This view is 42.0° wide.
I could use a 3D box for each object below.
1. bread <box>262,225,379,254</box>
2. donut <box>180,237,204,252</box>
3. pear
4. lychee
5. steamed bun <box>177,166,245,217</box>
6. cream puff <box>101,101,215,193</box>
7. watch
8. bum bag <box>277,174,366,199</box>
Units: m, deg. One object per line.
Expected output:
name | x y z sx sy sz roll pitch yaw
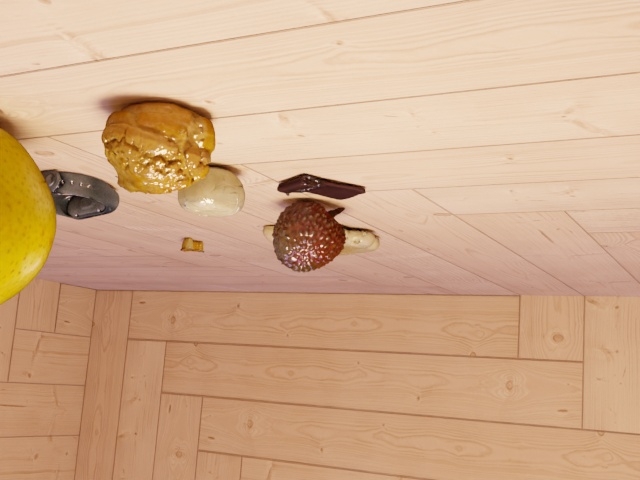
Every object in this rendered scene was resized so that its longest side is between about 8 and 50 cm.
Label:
bread | 0.000 0.000 2.221 0.316 0.054 0.316 4 172 1
donut | -0.384 0.015 2.513 0.083 0.038 0.067 4 169 -27
pear | -0.632 -0.042 1.394 0.362 0.363 0.418 5 176 -7
lychee | -0.021 -0.018 1.864 0.165 0.197 0.165 37 166 11
steamed bun | -0.207 -0.097 1.615 0.130 0.091 0.112 11 166 -42
cream puff | -0.256 -0.137 1.300 0.189 0.130 0.189 5 167 1
watch | -0.560 -0.100 1.835 0.206 0.068 0.193 -6 163 30
bum bag | 0.003 -0.102 1.693 0.159 0.026 0.109 9 168 -29
